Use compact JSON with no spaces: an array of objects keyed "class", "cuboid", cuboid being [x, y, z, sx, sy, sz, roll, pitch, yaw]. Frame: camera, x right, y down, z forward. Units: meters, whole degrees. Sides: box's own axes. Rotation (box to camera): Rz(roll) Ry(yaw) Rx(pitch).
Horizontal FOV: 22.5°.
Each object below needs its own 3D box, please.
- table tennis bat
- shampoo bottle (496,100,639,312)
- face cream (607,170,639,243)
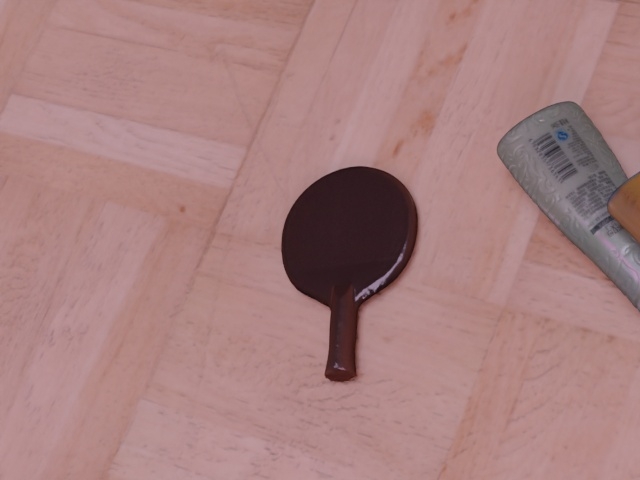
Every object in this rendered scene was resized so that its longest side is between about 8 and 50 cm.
[{"class":"table tennis bat","cuboid":[0.000,0.000,1.136,0.107,0.119,0.170,-8,62,21]},{"class":"shampoo bottle","cuboid":[0.196,-0.013,1.098,0.069,0.041,0.191,-27,58,-8]},{"class":"face cream","cuboid":[0.319,0.036,0.996,0.139,0.067,0.285,-29,55,-16]}]
